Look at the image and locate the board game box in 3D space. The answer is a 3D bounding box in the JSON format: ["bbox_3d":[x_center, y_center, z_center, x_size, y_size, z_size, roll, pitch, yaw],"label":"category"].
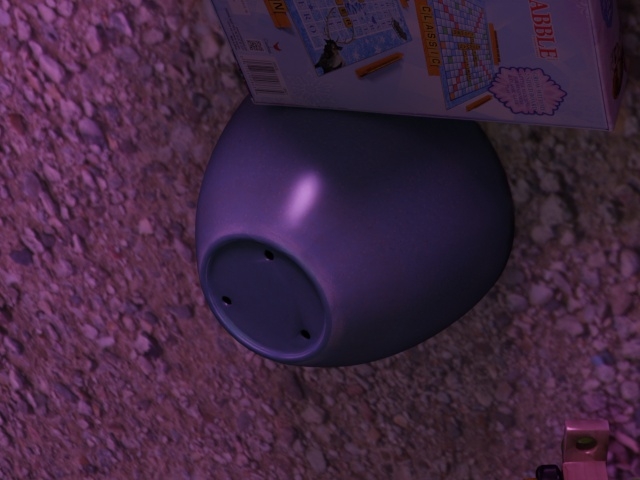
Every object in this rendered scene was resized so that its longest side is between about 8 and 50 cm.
[{"bbox_3d":[0.057,-0.217,1.162,0.318,0.066,0.318,7,146,21],"label":"board game box"}]

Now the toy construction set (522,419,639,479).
[{"bbox_3d":[0.318,0.285,1.393,0.257,0.237,0.309,-28,121,12],"label":"toy construction set"}]

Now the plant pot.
[{"bbox_3d":[0.000,0.000,1.372,0.290,0.195,0.290,19,130,24],"label":"plant pot"}]
